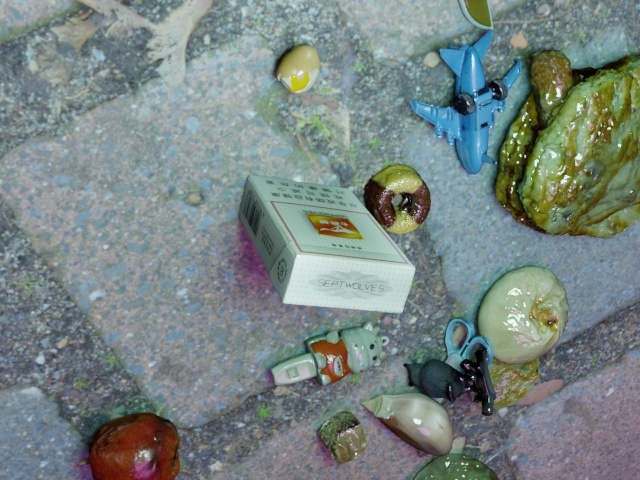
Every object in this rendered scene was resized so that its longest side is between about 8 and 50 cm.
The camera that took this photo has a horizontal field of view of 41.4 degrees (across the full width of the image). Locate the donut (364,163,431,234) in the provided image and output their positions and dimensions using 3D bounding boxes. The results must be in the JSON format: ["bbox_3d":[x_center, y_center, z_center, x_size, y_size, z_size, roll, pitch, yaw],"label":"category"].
[{"bbox_3d":[0.151,-0.074,1.633,0.141,0.059,0.140,-10,118,-18],"label":"donut"}]

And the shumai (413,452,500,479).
[{"bbox_3d":[0.319,0.642,1.995,0.256,0.189,0.218,-50,139,-9],"label":"shumai"}]

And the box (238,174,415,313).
[{"bbox_3d":[0.000,-0.001,1.454,0.210,0.330,0.095,6,113,-22],"label":"box"}]

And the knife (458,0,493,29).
[{"bbox_3d":[0.237,-0.510,1.466,0.061,0.027,0.343,-32,121,-7],"label":"knife"}]

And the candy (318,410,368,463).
[{"bbox_3d":[0.050,0.417,1.807,0.095,0.110,0.085,-26,112,-18],"label":"candy"}]

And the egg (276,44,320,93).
[{"bbox_3d":[-0.035,-0.295,1.451,0.071,0.071,0.083,34,99,-29],"label":"egg"}]

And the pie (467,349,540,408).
[{"bbox_3d":[0.413,0.300,1.914,0.187,0.041,0.186,-7,117,-15],"label":"pie"}]

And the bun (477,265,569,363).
[{"bbox_3d":[0.445,0.164,1.794,0.223,0.127,0.222,-8,108,-24],"label":"bun"}]

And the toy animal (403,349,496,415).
[{"bbox_3d":[0.255,0.307,1.767,0.117,0.210,0.121,-37,112,-48],"label":"toy animal"}]

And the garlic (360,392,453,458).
[{"bbox_3d":[0.229,0.425,1.861,0.128,0.148,0.266,-40,120,-11],"label":"garlic"}]

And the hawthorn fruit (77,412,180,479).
[{"bbox_3d":[-0.357,0.410,1.636,0.173,0.179,0.173,-34,131,-50],"label":"hawthorn fruit"}]

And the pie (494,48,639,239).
[{"bbox_3d":[0.553,-0.173,1.656,0.418,0.180,0.395,1,115,-29],"label":"pie"}]

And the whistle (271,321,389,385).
[{"bbox_3d":[0.023,0.237,1.717,0.253,0.106,0.101,-15,78,-11],"label":"whistle"}]

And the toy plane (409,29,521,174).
[{"bbox_3d":[0.283,-0.243,1.573,0.254,0.105,0.271,-25,117,-23],"label":"toy plane"}]

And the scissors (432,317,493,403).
[{"bbox_3d":[0.286,0.290,1.840,0.030,0.125,0.256,-7,132,-39],"label":"scissors"}]
